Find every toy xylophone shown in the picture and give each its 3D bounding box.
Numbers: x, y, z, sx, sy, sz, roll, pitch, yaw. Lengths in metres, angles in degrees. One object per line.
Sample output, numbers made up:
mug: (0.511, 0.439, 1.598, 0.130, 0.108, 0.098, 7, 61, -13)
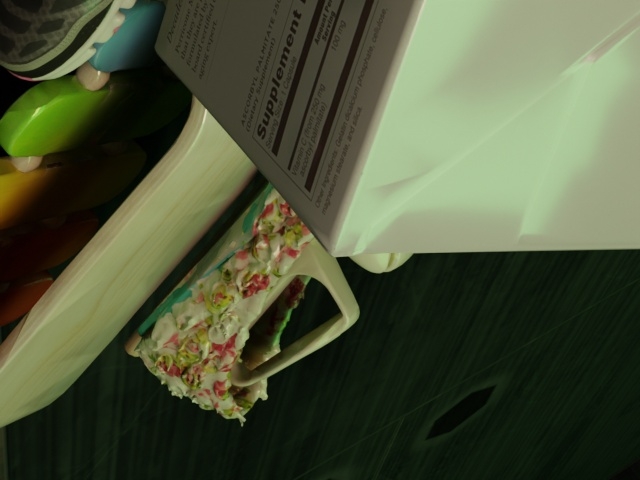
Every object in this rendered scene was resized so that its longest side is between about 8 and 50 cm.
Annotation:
toy xylophone: (-0.109, -0.009, 0.720, 0.323, 0.081, 0.236, -45, 170, 15)

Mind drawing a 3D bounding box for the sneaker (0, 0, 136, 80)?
sneaker: (-0.094, -0.128, 0.533, 0.075, 0.063, 0.170, -13, 143, -47)

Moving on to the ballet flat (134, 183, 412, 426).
ballet flat: (0.000, 0.000, 0.720, 0.241, 0.077, 0.091, -50, 169, 35)

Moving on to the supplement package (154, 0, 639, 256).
supplement package: (0.091, -0.143, 0.522, 0.204, 0.145, 0.261, -1, 124, -34)
